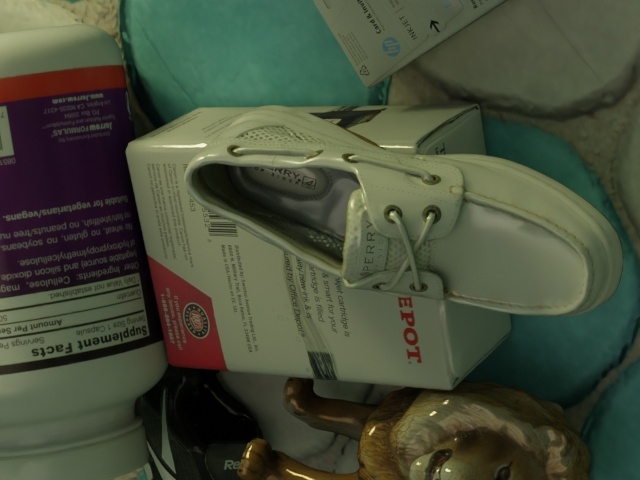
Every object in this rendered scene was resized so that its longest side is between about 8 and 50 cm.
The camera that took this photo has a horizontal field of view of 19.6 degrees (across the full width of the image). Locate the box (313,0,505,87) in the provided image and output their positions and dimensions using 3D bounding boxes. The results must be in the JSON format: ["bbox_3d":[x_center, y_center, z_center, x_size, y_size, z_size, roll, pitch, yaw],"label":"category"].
[{"bbox_3d":[0.064,-0.203,1.185,0.186,0.038,0.145,-31,91,38],"label":"box"}]

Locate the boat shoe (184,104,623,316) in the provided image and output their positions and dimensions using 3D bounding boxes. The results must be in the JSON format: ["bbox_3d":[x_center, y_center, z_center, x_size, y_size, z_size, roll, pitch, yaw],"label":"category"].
[{"bbox_3d":[0.043,-0.005,1.124,0.277,0.096,0.098,16,117,24],"label":"boat shoe"}]

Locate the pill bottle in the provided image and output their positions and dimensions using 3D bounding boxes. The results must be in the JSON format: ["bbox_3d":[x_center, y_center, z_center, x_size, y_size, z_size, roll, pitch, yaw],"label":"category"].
[{"bbox_3d":[-0.211,0.013,1.344,0.181,0.181,0.323,-6,96,36],"label":"pill bottle"}]

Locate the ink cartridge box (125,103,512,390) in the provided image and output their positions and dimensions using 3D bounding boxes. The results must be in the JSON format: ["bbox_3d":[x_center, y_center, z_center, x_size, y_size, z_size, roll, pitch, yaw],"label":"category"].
[{"bbox_3d":[0.000,0.000,1.278,0.237,0.100,0.172,2,111,33],"label":"ink cartridge box"}]

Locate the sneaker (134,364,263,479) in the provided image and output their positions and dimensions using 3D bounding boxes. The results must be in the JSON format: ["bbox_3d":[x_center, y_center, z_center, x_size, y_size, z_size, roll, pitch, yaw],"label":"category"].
[{"bbox_3d":[-0.085,0.186,1.436,0.106,0.078,0.234,-13,101,40],"label":"sneaker"}]

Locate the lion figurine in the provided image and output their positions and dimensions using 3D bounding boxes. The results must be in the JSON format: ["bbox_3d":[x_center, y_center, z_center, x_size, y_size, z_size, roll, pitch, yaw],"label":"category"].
[{"bbox_3d":[0.064,0.238,1.343,0.240,0.142,0.392,18,134,18],"label":"lion figurine"}]
